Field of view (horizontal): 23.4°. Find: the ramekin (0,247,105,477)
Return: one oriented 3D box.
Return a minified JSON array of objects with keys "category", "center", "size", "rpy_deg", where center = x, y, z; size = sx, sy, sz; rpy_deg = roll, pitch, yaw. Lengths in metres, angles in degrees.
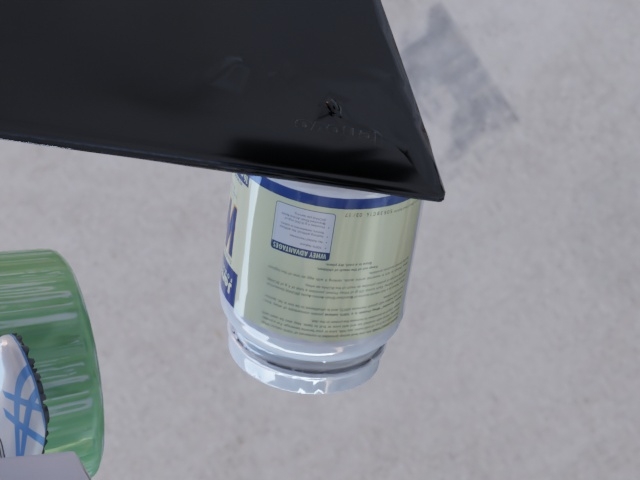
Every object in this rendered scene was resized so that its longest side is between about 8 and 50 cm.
[{"category":"ramekin","center":[-0.348,0.151,1.743],"size":[0.303,0.148,0.303],"rpy_deg":[171,90,-69]}]

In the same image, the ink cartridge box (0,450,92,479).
[{"category":"ink cartridge box","center":[-0.271,0.298,1.403],"size":[0.127,0.128,0.176],"rpy_deg":[-139,51,-61]}]

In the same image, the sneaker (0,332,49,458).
[{"category":"sneaker","center":[-0.318,0.210,1.522],"size":[0.086,0.237,0.085],"rpy_deg":[1,-174,-28]}]

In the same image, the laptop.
[{"category":"laptop","center":[-0.168,-0.160,1.146],"size":[0.382,0.408,0.236],"rpy_deg":[8,-94,-32]}]

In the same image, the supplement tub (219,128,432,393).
[{"category":"supplement tub","center":[0.000,0.000,1.888],"size":[0.235,0.235,0.325],"rpy_deg":[-95,11,-59]}]
